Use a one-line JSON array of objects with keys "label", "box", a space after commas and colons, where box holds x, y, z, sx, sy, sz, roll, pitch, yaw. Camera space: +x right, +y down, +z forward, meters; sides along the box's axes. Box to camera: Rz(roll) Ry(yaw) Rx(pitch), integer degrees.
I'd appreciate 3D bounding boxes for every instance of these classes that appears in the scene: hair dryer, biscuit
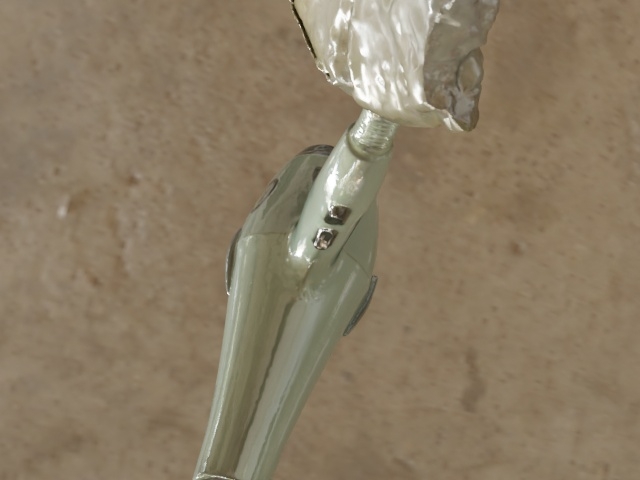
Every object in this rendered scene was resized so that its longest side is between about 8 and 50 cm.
[{"label": "hair dryer", "box": [-0.013, 0.036, 1.009, 0.092, 0.267, 0.229, 20, 79, -3]}, {"label": "biscuit", "box": [0.009, -0.165, 0.718, 0.141, 0.038, 0.290, -38, 58, 58]}]
